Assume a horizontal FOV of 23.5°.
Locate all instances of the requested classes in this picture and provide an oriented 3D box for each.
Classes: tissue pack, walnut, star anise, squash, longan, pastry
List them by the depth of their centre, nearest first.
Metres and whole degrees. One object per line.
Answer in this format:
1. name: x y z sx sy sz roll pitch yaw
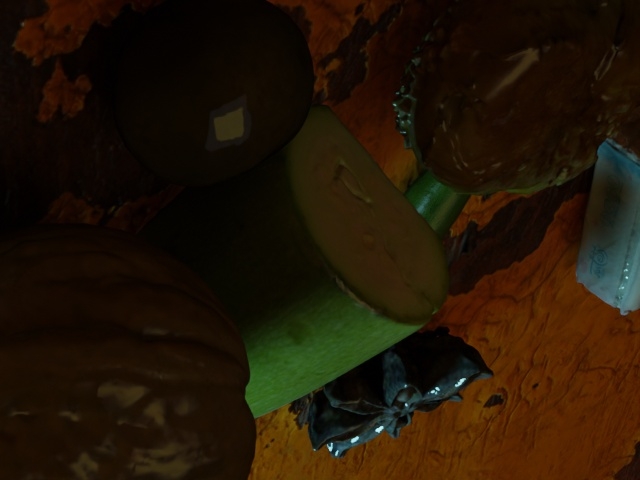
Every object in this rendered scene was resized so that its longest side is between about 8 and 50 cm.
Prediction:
1. walnut: -0.219 0.135 1.256 0.332 0.333 0.333 -29 144 -24
2. longan: -0.090 -0.125 1.268 0.187 0.167 0.167 -74 178 -51
3. squash: -0.072 0.058 1.466 0.309 0.233 0.210 -32 -160 31
4. pastry: 0.197 -0.170 1.541 0.310 0.162 0.255 5 124 -52
5. squash: 0.092 0.005 1.702 0.066 0.066 0.252 13 116 -53
6. star anise: 0.085 0.167 1.839 0.223 0.109 0.236 -24 163 9
7. tissue pack: 0.437 -0.057 1.963 0.201 0.124 0.271 -27 142 -25
